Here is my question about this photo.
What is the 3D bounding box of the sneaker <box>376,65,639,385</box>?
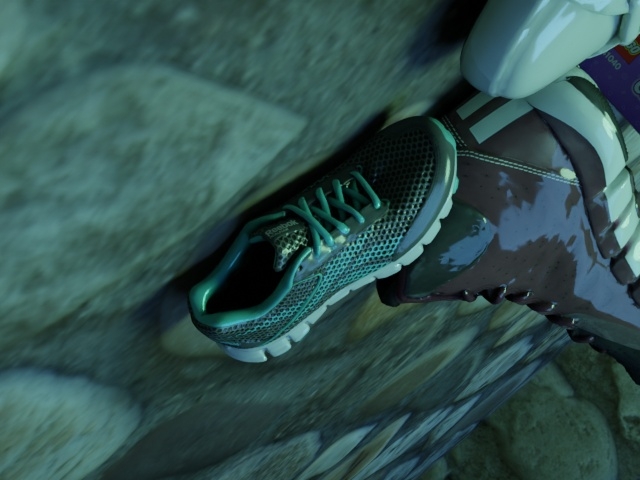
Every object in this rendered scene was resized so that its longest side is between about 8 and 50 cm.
[{"bbox_3d":[0.121,0.018,0.749,0.162,0.106,0.281,-30,126,4],"label":"sneaker"}]

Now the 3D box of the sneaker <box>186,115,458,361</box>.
[{"bbox_3d":[0.000,0.000,0.610,0.166,0.065,0.076,-45,161,9],"label":"sneaker"}]

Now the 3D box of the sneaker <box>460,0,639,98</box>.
[{"bbox_3d":[0.200,-0.146,0.565,0.290,0.123,0.106,-40,167,1],"label":"sneaker"}]

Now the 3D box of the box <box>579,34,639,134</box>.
[{"bbox_3d":[0.323,-0.083,0.882,0.057,0.201,0.293,-49,163,33],"label":"box"}]
